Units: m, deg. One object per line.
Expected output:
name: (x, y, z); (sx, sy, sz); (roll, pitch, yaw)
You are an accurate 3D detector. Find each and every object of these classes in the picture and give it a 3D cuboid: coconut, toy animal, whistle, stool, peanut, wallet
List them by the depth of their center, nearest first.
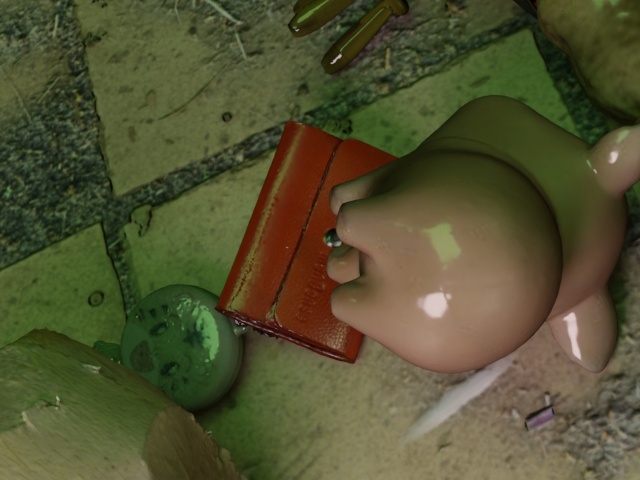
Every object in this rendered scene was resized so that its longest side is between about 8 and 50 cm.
toy animal: (0.138, -0.004, 1.259); (0.269, 0.326, 0.237); (8, 111, 0)
coconut: (-0.237, 0.257, 1.280); (0.360, 0.346, 0.346); (29, 81, 23)
peanut: (0.287, -0.176, 1.365); (0.129, 0.129, 0.224); (-39, 62, 3)
wallet: (0.000, 0.000, 1.433); (0.142, 0.045, 0.204); (22, 74, -6)
whistle: (-0.175, 0.125, 1.476); (0.258, 0.067, 0.126); (-25, 72, 17)
stool: (0.018, -0.251, 1.535); (0.110, 0.135, 0.134); (-31, 14, 11)

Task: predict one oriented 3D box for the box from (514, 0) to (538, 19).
box: (0.124, -0.354, 1.481); (0.084, 0.198, 0.310); (-48, 58, 5)
